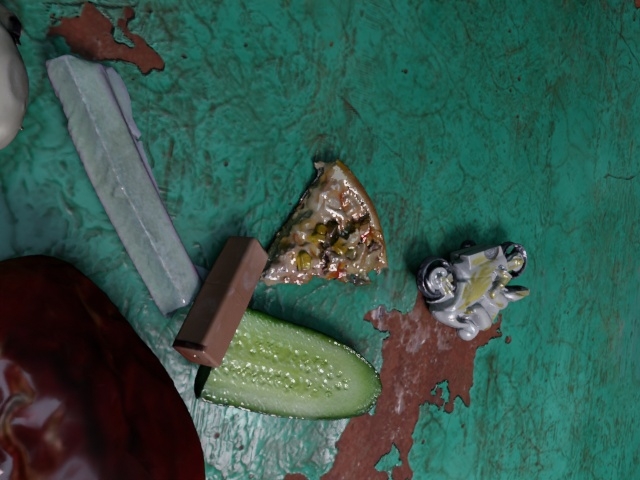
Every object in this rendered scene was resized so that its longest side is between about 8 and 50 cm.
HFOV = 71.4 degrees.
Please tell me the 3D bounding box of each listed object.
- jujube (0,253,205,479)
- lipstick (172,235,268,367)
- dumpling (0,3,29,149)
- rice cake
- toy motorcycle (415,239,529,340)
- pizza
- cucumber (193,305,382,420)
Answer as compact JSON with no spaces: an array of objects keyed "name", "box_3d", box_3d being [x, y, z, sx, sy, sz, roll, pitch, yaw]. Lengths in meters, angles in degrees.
[{"name":"jujube","box_3d":[-0.228,0.175,0.384,0.223,0.223,0.318,-25,91,-24]},{"name":"lipstick","box_3d":[-0.108,0.064,0.499,0.045,0.045,0.145,63,38,-46]},{"name":"dumpling","box_3d":[-0.334,-0.143,0.387,0.150,0.092,0.176,4,95,-6]},{"name":"rice cake","box_3d":[-0.200,-0.054,0.486,0.081,0.051,0.290,-42,114,-57]},{"name":"toy motorcycle","box_3d":[0.242,0.079,0.697,0.229,0.074,0.151,-8,97,-28]},{"name":"pizza","box_3d":[0.000,0.000,0.584,0.195,0.052,0.185,-33,102,-22]},{"name":"cucumber","box_3d":[-0.030,0.169,0.563,0.244,0.063,0.115,25,67,-24]}]
